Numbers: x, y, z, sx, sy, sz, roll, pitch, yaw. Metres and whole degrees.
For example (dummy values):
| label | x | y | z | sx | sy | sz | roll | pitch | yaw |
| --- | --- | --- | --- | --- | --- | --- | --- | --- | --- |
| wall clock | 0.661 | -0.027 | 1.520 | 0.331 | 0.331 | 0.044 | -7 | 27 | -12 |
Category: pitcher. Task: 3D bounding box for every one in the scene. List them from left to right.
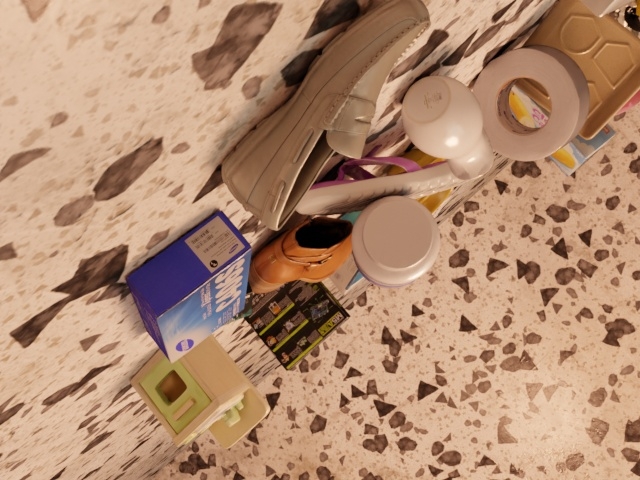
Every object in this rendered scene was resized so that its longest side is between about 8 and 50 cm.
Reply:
| label | x | y | z | sx | sy | sz | roll | pitch | yaw |
| --- | --- | --- | --- | --- | --- | --- | --- | --- | --- |
| pitcher | 0.213 | -0.216 | 1.282 | 0.125 | 0.178 | 0.207 | -23 | 154 | 23 |

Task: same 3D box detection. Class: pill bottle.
| label | x | y | z | sx | sy | sz | roll | pitch | yaw |
| --- | --- | --- | --- | --- | --- | --- | --- | --- | --- |
| pill bottle | 0.130 | 0.004 | 1.324 | 0.152 | 0.152 | 0.272 | -40 | 173 | -2 |

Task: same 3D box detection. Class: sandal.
| label | x | y | z | sx | sy | sz | roll | pitch | yaw |
| --- | --- | --- | --- | --- | --- | --- | --- | --- | --- |
| sandal | 0.112 | -0.119 | 1.373 | 0.416 | 0.102 | 0.169 | -11 | 172 | -38 |

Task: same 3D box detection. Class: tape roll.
| label | x | y | z | sx | sy | sz | roll | pitch | yaw |
| --- | --- | --- | --- | --- | --- | --- | --- | --- | --- |
| tape roll | 0.412 | -0.271 | 1.489 | 0.072 | 0.219 | 0.219 | -29 | 165 | -50 |

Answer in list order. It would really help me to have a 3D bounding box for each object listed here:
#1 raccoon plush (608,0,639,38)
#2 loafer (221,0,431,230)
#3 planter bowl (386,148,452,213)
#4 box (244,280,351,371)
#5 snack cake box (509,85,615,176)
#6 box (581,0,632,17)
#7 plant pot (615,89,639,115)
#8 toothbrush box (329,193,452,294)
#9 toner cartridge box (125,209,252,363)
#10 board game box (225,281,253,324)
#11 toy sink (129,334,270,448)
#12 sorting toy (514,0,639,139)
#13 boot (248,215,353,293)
| label | x | y | z | sx | sy | sz | roll | pitch | yaw |
| --- | --- | --- | --- | --- | --- | --- | --- | --- | --- |
| raccoon plush | 0.755 | -0.476 | 1.731 | 0.216 | 0.299 | 0.446 | -47 | 174 | 6 |
| loafer | 0.018 | -0.144 | 0.882 | 0.319 | 0.111 | 0.112 | -45 | 169 | 23 |
| planter bowl | 0.206 | -0.131 | 1.637 | 0.217 | 0.090 | 0.217 | -36 | 153 | -22 |
| box | -0.060 | 0.166 | 1.712 | 0.190 | 0.184 | 0.045 | -43 | 171 | 8 |
| snack cake box | 0.497 | -0.278 | 1.636 | 0.089 | 0.264 | 0.152 | -40 | 170 | -3 |
| box | 0.437 | -0.450 | 0.964 | 0.345 | 0.168 | 0.215 | -31 | 165 | -42 |
| plant pot | 0.670 | -0.417 | 1.816 | 0.201 | 0.180 | 0.201 | -26 | -154 | 14 |
| toothbrush box | 0.143 | -0.030 | 1.802 | 0.295 | 0.126 | 0.216 | -38 | 170 | -23 |
| toner cartridge box | -0.198 | 0.086 | 1.176 | 0.165 | 0.075 | 0.348 | -36 | 169 | -17 |
| board game box | -0.193 | 0.135 | 1.454 | 0.126 | 0.026 | 0.186 | -21 | 165 | -13 |
| toy sink | -0.246 | 0.317 | 1.534 | 0.153 | 0.234 | 0.131 | -44 | 170 | 24 |
| sorting toy | 0.538 | -0.377 | 1.466 | 0.307 | 0.229 | 0.041 | -52 | 176 | 33 |
| boot | 0.000 | 0.000 | 1.442 | 0.283 | 0.109 | 0.220 | -16 | 165 | -36 |
